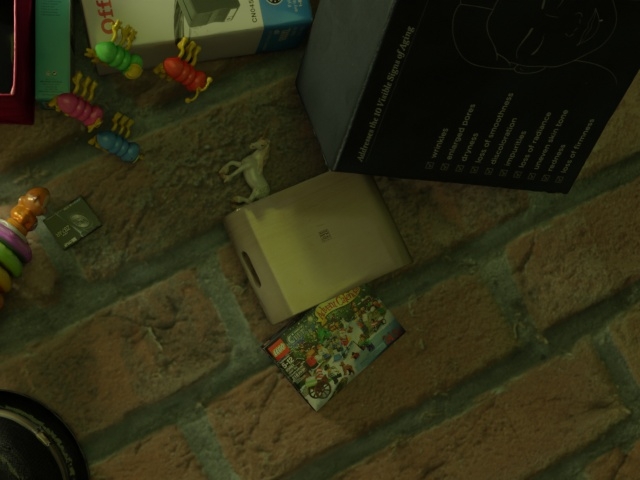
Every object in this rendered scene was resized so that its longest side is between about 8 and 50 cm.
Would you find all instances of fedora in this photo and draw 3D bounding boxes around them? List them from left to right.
[{"bbox_3d":[-0.555,0.423,1.437,0.334,0.152,0.334,1,87,-11],"label":"fedora"}]

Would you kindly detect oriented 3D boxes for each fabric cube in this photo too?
[{"bbox_3d":[-0.616,-0.339,1.405,0.259,0.258,0.254,0,88,-12],"label":"fabric cube"}]

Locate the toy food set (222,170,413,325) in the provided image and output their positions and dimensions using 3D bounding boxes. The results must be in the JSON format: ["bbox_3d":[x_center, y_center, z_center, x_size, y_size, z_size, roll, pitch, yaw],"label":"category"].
[{"bbox_3d":[0.000,0.000,1.594,0.306,0.092,0.219,-24,86,-14],"label":"toy food set"}]

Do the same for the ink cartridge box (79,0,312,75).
[{"bbox_3d":[-0.241,-0.479,1.536,0.395,0.166,0.285,-11,89,-12],"label":"ink cartridge box"}]

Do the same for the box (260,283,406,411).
[{"bbox_3d":[0.025,0.189,1.625,0.233,0.044,0.159,-41,96,-11],"label":"box"}]

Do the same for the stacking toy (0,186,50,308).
[{"bbox_3d":[-0.569,0.025,1.470,0.166,0.175,0.302,37,67,-3],"label":"stacking toy"}]

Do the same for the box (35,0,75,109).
[{"bbox_3d":[-0.472,-0.361,1.516,0.060,0.100,0.244,0,87,-11],"label":"box"}]

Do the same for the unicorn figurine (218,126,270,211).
[{"bbox_3d":[-0.132,-0.125,1.603,0.111,0.060,0.162,-22,112,-9],"label":"unicorn figurine"}]

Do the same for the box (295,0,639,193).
[{"bbox_3d":[0.264,-0.359,1.424,0.472,0.297,0.480,3,130,-23],"label":"box"}]

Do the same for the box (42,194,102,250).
[{"bbox_3d":[-0.451,-0.032,1.547,0.083,0.018,0.067,-35,94,-11],"label":"box"}]

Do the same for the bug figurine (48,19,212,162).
[{"bbox_3d":[-0.331,-0.244,1.461,0.279,0.072,0.216,-42,138,23],"label":"bug figurine"}]
